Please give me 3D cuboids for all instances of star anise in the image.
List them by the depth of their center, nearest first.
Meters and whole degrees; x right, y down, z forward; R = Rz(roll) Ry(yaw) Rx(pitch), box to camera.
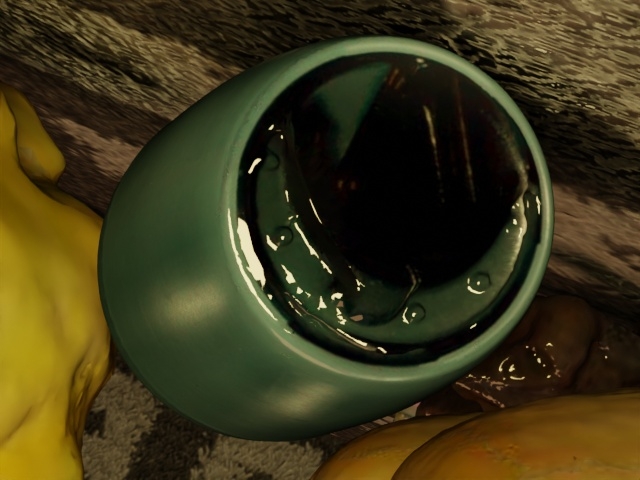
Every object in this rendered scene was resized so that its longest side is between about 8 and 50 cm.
[{"bbox_3d":[0.154,0.081,0.809,0.220,0.099,0.214,29,157,-10],"label":"star anise"}]

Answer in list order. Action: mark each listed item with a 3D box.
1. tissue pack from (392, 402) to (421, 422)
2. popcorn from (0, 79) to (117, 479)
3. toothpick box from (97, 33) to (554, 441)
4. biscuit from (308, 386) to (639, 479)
[{"bbox_3d":[0.133,0.126,1.219,0.155,0.065,0.115,20,172,24],"label":"tissue pack"},{"bbox_3d":[-0.211,-0.010,0.733,0.316,0.281,0.297,52,-161,13],"label":"popcorn"},{"bbox_3d":[0.000,0.000,0.608,0.120,0.120,0.184,25,168,-9],"label":"toothpick box"},{"bbox_3d":[0.147,0.071,0.541,0.291,0.062,0.237,-2,174,-7],"label":"biscuit"}]
